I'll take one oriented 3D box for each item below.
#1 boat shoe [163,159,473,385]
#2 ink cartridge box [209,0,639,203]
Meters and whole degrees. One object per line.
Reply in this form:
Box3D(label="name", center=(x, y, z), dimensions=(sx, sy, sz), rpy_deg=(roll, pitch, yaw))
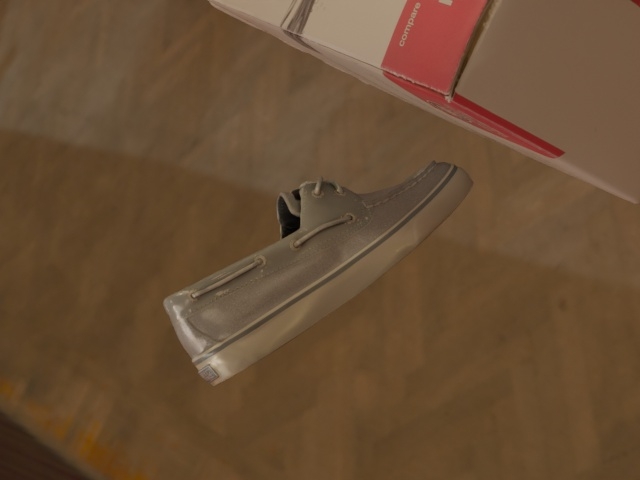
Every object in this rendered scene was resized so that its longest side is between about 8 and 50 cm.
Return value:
Box3D(label="boat shoe", center=(-0.001, 0.000, 0.880), dimensions=(0.227, 0.081, 0.079), rpy_deg=(-36, 2, -20))
Box3D(label="ink cartridge box", center=(0.083, -0.147, 0.910), dimensions=(0.283, 0.207, 0.117), rpy_deg=(32, 99, 48))
